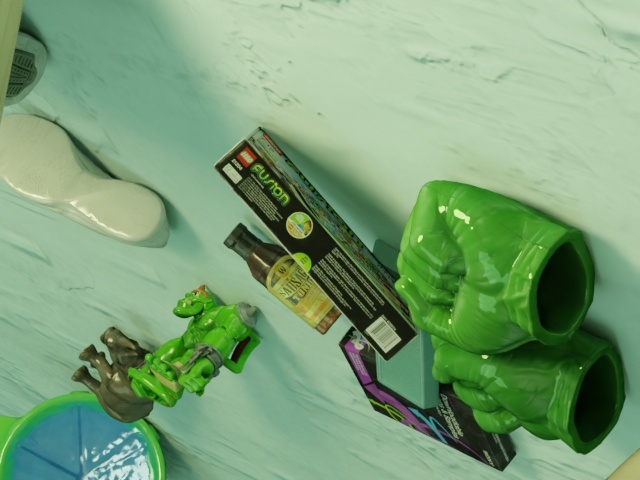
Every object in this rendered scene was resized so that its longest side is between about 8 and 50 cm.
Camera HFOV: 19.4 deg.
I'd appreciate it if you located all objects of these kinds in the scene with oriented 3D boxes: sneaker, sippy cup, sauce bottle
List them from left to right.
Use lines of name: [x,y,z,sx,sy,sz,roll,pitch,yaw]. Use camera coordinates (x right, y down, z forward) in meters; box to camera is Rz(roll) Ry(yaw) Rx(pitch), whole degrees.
sneaker: [-0.362,-0.187,1.686,0.115,0.090,0.232,37,-170,34]
sneaker: [-0.244,-0.049,1.885,0.212,0.080,0.094,33,170,15]
sippy cup: [-0.326,0.343,2.622,0.305,0.240,0.224,62,173,11]
sauce bottle: [-0.034,0.034,1.730,0.128,0.042,0.042,38,159,0]

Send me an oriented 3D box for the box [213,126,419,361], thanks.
box: [0.000,0.000,1.512,0.207,0.036,0.114,48,-171,-4]

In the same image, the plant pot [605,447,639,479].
plant pot: [0.336,0.189,1.213,0.284,0.191,0.284,34,159,15]

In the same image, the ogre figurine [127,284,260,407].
ogre figurine: [-0.130,0.116,1.950,0.097,0.118,0.197,41,158,8]

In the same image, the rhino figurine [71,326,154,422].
rhino figurine: [-0.238,0.160,2.284,0.106,0.073,0.243,43,158,4]

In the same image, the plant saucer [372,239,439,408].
plant saucer: [0.073,0.079,1.635,0.067,0.018,0.192,31,147,26]

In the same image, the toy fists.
toy fists: [0.137,0.062,1.428,0.142,0.096,0.279,27,157,35]

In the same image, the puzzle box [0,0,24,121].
puzzle box: [-0.392,-0.248,1.523,0.409,0.052,0.272,26,111,34]

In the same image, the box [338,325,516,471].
box: [0.100,0.148,1.752,0.162,0.029,0.116,21,152,37]
